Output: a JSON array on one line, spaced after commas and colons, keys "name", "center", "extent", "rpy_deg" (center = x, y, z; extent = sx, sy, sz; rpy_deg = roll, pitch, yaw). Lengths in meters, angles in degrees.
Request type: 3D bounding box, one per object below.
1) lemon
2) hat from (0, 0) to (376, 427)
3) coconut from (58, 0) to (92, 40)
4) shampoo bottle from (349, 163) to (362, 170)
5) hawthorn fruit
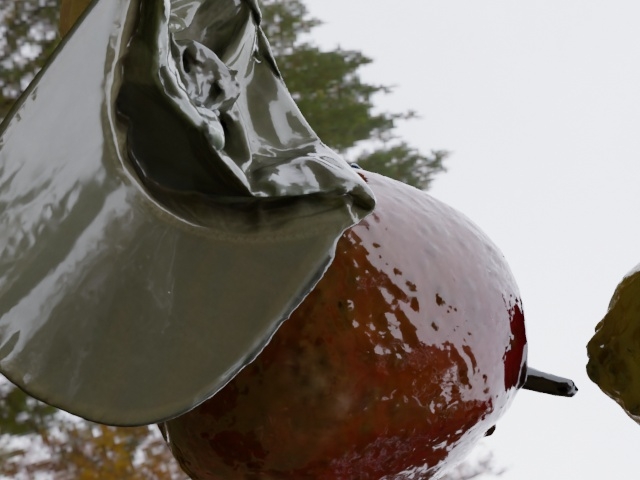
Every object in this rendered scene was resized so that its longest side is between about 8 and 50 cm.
[{"name": "lemon", "center": [0.371, 0.089, 1.054], "extent": [0.204, 0.260, 0.204], "rpy_deg": [165, -90, -88]}, {"name": "hat", "center": [-0.100, -0.043, 0.619], "extent": [0.214, 0.244, 0.149], "rpy_deg": [51, -8, -35]}, {"name": "coconut", "center": [-0.160, -0.214, 1.086], "extent": [0.183, 0.170, 0.171], "rpy_deg": [-166, -111, -65]}, {"name": "shampoo bottle", "center": [0.000, 0.000, 1.323], "extent": [0.183, 0.050, 0.087], "rpy_deg": [-42, -107, -1]}, {"name": "hawthorn fruit", "center": [0.041, 0.091, 0.924], "extent": [0.285, 0.369, 0.285], "rpy_deg": [-167, -90, -75]}]
